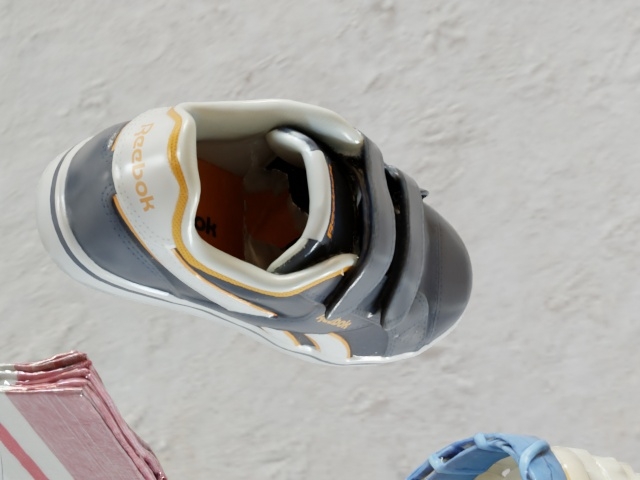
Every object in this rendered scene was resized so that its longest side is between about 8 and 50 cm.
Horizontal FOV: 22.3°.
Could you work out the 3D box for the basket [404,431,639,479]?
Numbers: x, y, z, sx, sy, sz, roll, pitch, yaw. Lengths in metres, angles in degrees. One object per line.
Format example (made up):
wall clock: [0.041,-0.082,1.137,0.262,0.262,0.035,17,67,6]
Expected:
basket: [0.050,0.198,0.706,0.289,0.255,0.201,8,54,-22]

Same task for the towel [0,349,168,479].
towel: [-0.299,0.144,1.234,0.329,0.237,0.037,1,61,10]

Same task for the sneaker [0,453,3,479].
sneaker: [-0.211,0.057,0.642,0.106,0.123,0.290,-23,128,2]

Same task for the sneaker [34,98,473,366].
sneaker: [0.000,0.000,0.961,0.321,0.127,0.126,11,68,-41]
